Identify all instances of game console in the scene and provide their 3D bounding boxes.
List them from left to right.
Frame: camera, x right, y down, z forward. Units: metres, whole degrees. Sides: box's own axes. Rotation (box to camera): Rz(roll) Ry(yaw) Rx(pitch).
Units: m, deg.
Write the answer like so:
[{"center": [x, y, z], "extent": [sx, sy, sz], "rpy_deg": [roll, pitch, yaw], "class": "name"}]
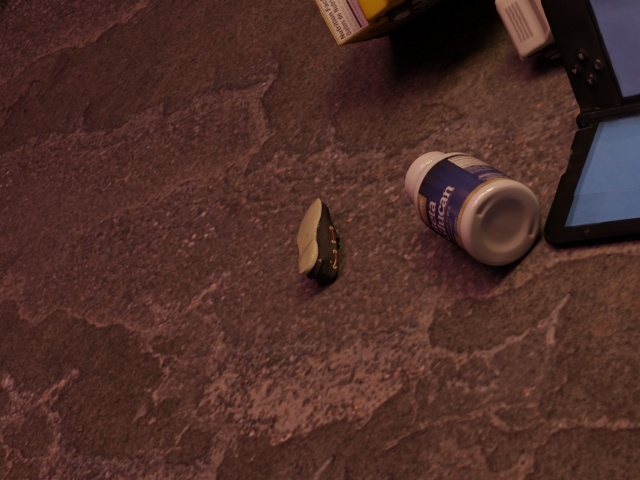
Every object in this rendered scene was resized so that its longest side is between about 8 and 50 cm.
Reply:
[{"center": [0.334, -0.152, 1.568], "extent": [0.293, 0.250, 0.173], "rpy_deg": [-8, 20, 46], "class": "game console"}]

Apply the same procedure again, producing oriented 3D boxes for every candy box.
[{"center": [0.163, -0.368, 2.029], "extent": [0.316, 0.087, 0.183], "rpy_deg": [-30, -2, 26], "class": "candy box"}]

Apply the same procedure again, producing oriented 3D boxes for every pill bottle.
[{"center": [0.159, -0.042, 1.712], "extent": [0.094, 0.094, 0.169], "rpy_deg": [-47, 30, -3], "class": "pill bottle"}]

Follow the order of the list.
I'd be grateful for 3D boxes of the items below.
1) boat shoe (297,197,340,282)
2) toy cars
[{"center": [-0.001, 0.001, 1.913], "extent": [0.049, 0.042, 0.133], "rpy_deg": [-51, 24, 33], "class": "boat shoe"}, {"center": [0.195, -0.311, 1.858], "extent": [0.393, 0.087, 0.176], "rpy_deg": [17, 101, 26], "class": "toy cars"}]
